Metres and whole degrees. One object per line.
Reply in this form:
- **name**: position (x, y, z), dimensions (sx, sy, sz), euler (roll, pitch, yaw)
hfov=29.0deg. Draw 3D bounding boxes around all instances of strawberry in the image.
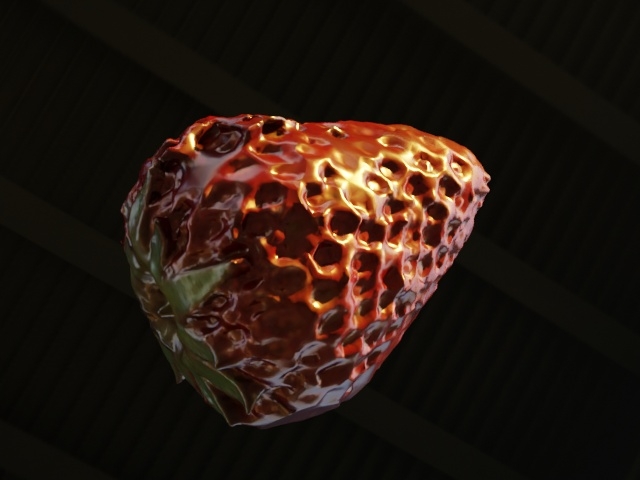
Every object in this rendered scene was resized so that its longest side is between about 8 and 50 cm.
- **strawberry**: position (0.000, 0.000, 0.805), dimensions (0.244, 0.205, 0.205), euler (-26, -80, -24)
